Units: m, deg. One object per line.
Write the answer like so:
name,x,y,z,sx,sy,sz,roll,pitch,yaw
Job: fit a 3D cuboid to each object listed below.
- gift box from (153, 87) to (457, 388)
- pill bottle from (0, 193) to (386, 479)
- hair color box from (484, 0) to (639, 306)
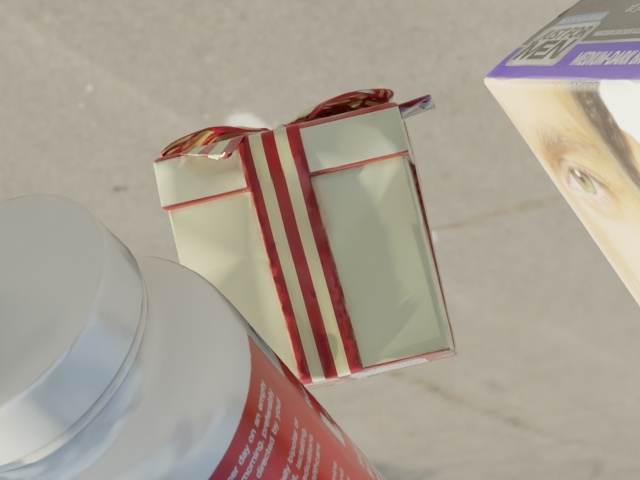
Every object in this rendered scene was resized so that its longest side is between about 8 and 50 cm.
gift box,0.000,0.000,1.515,0.255,0.258,0.276,-13,172,0
pill bottle,-0.110,0.157,1.119,0.229,0.229,0.407,-14,138,23
hair color box,0.216,0.048,0.596,0.110,0.339,0.185,-37,-168,-8
